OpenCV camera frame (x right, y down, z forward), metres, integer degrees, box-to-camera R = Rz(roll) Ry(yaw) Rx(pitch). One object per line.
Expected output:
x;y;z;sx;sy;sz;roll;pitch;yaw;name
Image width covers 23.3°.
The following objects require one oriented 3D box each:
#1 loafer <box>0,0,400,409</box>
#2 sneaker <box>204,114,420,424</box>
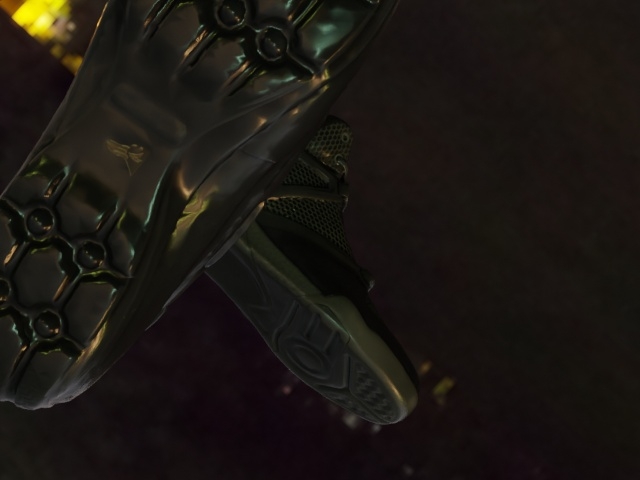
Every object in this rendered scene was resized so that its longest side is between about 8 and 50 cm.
-0.040;-0.044;0.497;0.076;0.223;0.078;37;-173;3;loafer
0.000;0.000;0.946;0.227;0.130;0.087;47;149;7;sneaker
